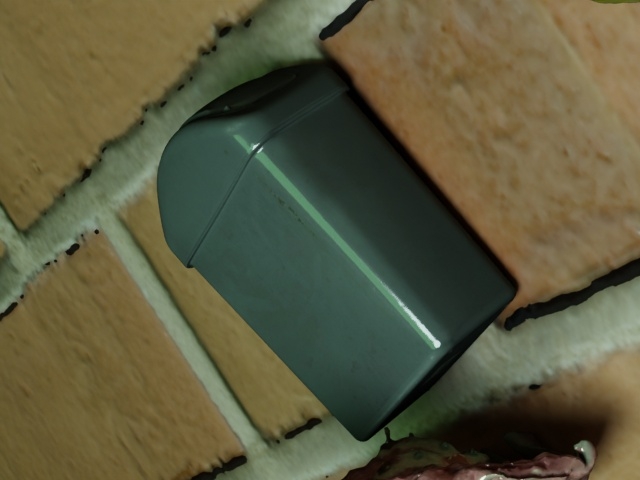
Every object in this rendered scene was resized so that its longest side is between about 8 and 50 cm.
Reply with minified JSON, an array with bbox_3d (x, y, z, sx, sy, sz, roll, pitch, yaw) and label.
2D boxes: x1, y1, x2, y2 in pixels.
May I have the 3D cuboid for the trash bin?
[{"bbox_3d":[0.000,0.000,1.197,0.236,0.101,0.176,48,143,9],"label":"trash bin"}]

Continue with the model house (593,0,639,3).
[{"bbox_3d":[0.217,-0.108,0.712,0.268,0.239,0.173,14,128,44],"label":"model house"}]

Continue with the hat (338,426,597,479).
[{"bbox_3d":[0.059,0.176,1.191,0.286,0.237,0.107,72,-169,-72],"label":"hat"}]
